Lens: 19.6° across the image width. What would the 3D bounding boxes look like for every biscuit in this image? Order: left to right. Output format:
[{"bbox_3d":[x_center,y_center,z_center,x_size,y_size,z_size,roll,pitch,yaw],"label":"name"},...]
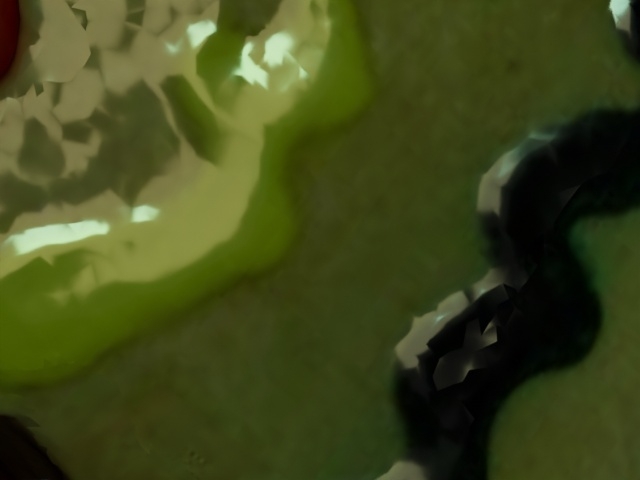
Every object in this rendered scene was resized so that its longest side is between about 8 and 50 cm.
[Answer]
[{"bbox_3d":[0.000,0.000,0.497,0.394,0.076,0.368,43,77,-26],"label":"biscuit"}]
